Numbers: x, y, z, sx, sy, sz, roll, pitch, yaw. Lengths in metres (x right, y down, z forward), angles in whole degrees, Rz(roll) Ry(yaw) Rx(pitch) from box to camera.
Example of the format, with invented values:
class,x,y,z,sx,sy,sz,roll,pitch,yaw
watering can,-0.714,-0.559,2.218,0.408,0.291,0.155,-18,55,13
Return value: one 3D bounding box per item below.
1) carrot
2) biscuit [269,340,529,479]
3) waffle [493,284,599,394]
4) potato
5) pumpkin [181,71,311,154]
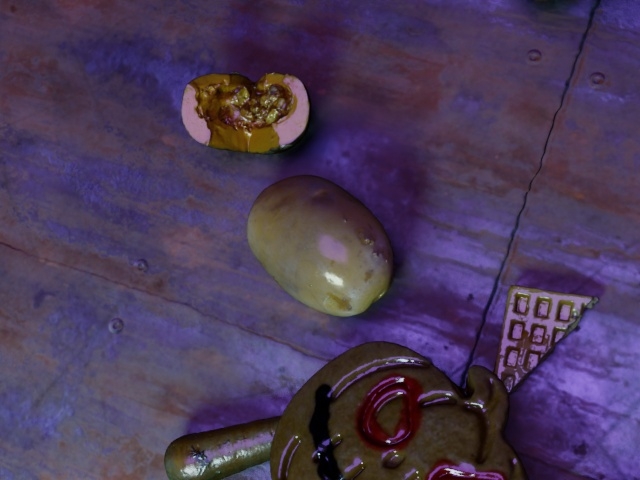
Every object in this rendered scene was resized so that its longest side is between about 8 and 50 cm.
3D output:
class,x,y,z,sx,sy,sz,roll,pitch,yaw
carrot,-0.068,0.262,1.579,0.298,0.078,0.078,-20,71,7
biscuit,0.106,0.277,1.428,0.314,0.063,0.367,-43,55,1
waffle,0.283,0.157,1.517,0.125,0.032,0.191,8,81,17
potato,0.000,0.000,1.593,0.234,0.146,0.150,37,59,23
pumpkin,-0.096,-0.181,1.679,0.183,0.107,0.119,5,85,11
